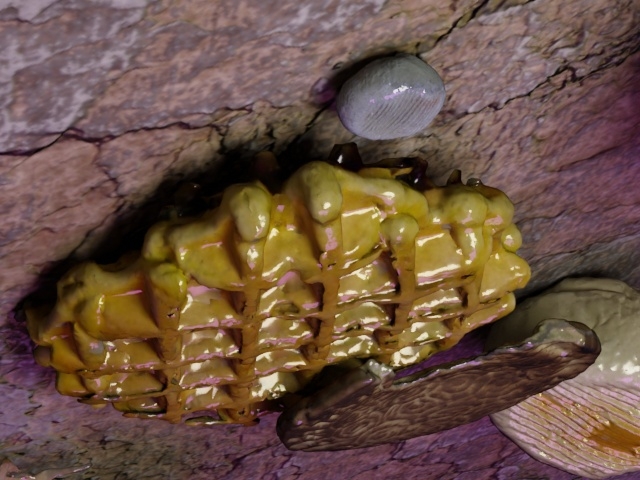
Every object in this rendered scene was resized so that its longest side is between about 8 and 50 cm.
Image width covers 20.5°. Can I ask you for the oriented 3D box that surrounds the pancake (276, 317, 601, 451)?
[{"bbox_3d":[0.101,0.130,1.550,0.288,0.033,0.286,-26,158,24],"label":"pancake"}]

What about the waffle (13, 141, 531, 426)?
[{"bbox_3d":[-0.027,0.056,1.434,0.379,0.095,0.382,12,144,-45],"label":"waffle"}]

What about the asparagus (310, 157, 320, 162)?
[{"bbox_3d":[0.000,0.000,1.457,0.024,0.025,0.248,21,153,10],"label":"asparagus"}]

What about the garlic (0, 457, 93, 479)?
[{"bbox_3d":[-0.369,0.260,1.525,0.196,0.151,0.338,-36,155,27],"label":"garlic"}]

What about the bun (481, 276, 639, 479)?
[{"bbox_3d":[0.270,0.129,1.746,0.244,0.153,0.244,6,140,5],"label":"bun"}]

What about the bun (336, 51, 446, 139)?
[{"bbox_3d":[0.050,-0.105,1.275,0.083,0.045,0.083,-15,151,-8],"label":"bun"}]
